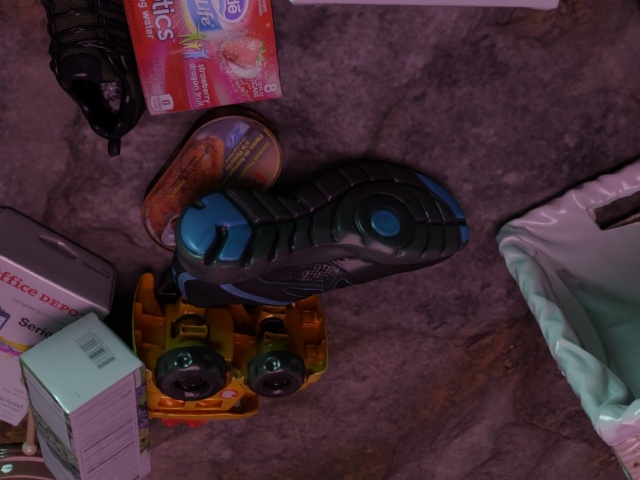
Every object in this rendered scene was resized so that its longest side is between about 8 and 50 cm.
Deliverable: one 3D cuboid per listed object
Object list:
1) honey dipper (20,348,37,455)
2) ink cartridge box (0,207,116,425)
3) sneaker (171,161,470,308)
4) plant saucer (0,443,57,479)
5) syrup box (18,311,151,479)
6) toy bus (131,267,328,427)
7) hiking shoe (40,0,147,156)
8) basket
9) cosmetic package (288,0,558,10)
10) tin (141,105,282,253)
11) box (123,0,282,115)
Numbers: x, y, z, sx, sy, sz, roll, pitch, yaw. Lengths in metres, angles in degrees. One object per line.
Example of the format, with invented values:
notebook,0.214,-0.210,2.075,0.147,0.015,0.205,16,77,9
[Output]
honey dipper,-0.326,0.188,0.982,0.031,0.030,0.160,7,127,-13
ink cartridge box,-0.355,0.089,0.982,0.154,0.093,0.212,33,112,-26
sneaker,0.000,0.000,0.965,0.341,0.125,0.139,-4,150,-19
plant saucer,-0.411,0.395,1.208,0.278,0.041,0.277,-4,124,-6
syrup box,-0.257,0.200,0.967,0.096,0.093,0.236,-34,150,-31
toy bus,-0.119,0.151,1.038,0.220,0.149,0.211,4,136,-14
hiking shoe,-0.212,-0.195,0.801,0.086,0.114,0.226,-16,124,1
basket,0.425,0.091,0.966,0.328,0.331,0.266,-27,129,10
cosmetic package,0.072,-0.301,0.650,0.225,0.138,0.224,-5,120,-21
tin,-0.120,-0.063,0.950,0.106,0.040,0.189,33,114,-21
box,-0.114,-0.256,0.770,0.128,0.122,0.256,-8,124,-2
